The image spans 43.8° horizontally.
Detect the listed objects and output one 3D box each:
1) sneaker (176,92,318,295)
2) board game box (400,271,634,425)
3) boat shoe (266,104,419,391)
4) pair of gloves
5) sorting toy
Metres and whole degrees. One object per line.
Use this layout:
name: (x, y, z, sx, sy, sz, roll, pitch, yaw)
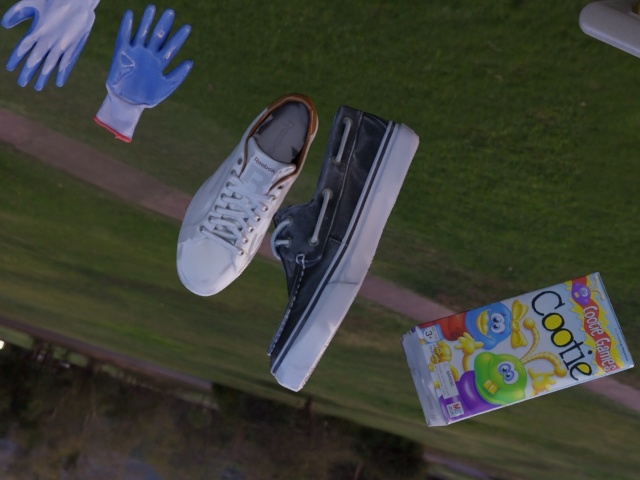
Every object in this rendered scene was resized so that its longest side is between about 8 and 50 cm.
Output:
sneaker: (-0.098, -0.063, 0.996, 0.106, 0.290, 0.123, 28, 178, -4)
board game box: (0.275, 0.160, 1.151, 0.275, 0.142, 0.144, -15, 168, -7)
boat shoe: (0.000, 0.000, 0.896, 0.119, 0.335, 0.121, 24, 158, 0)
pair of gloves: (-0.248, -0.214, 0.885, 0.198, 0.159, 0.023, 30, -179, -18)
sorting toy: (0.371, -0.193, 0.728, 0.193, 0.208, 0.038, 39, 136, 33)
